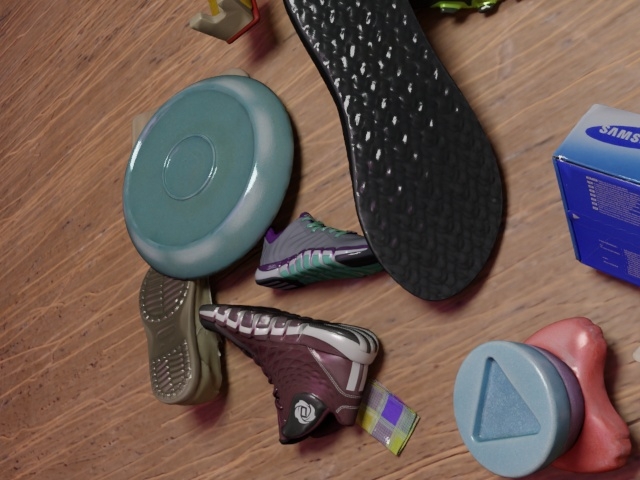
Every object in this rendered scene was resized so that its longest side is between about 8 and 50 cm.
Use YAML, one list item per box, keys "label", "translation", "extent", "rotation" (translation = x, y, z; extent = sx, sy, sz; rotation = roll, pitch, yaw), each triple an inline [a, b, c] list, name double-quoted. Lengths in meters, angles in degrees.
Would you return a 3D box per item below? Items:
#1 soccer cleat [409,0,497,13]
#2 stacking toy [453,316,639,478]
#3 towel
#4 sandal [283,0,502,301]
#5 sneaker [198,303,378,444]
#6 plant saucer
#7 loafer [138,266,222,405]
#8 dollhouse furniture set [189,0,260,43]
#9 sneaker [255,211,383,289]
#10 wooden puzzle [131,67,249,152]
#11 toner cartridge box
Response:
- label: "soccer cleat"
  translation: [0.131, -0.335, 0.970]
  extent: [0.289, 0.093, 0.121]
  rotation: [-3, 70, 38]
- label: "stacking toy"
  translation: [0.244, 0.205, 0.695]
  extent: [0.279, 0.130, 0.308]
  rotation: [-42, 55, 46]
- label: "towel"
  translation: [0.076, 0.213, 0.955]
  extent: [0.083, 0.009, 0.060]
  rotation: [34, 102, 39]
- label: "sandal"
  translation: [0.088, -0.149, 0.930]
  extent: [0.168, 0.107, 0.445]
  rotation: [-19, 86, 0]
- label: "sneaker"
  translation: [-0.062, 0.173, 1.019]
  extent: [0.281, 0.106, 0.162]
  rotation: [8, 89, 40]
- label: "plant saucer"
  translation: [-0.180, -0.101, 1.148]
  extent: [0.318, 0.044, 0.317]
  rotation: [-11, 69, 31]
- label: "loafer"
  translation: [-0.199, 0.126, 1.150]
  extent: [0.102, 0.092, 0.268]
  rotation: [-22, 50, 18]
- label: "dollhouse furniture set"
  translation: [-0.102, -0.481, 1.151]
  extent: [0.201, 0.152, 0.374]
  rotation: [-30, 63, 32]
- label: "sneaker"
  translation: [0.000, 0.000, 1.018]
  extent: [0.224, 0.083, 0.098]
  rotation: [-13, 68, 38]
- label: "wooden puzzle"
  translation: [-0.197, -0.131, 1.236]
  extent: [0.239, 0.044, 0.220]
  rotation: [-16, 71, 32]
- label: "toner cartridge box"
  translation: [0.370, 0.008, 0.645]
  extent: [0.348, 0.165, 0.075]
  rotation: [27, 68, 39]
